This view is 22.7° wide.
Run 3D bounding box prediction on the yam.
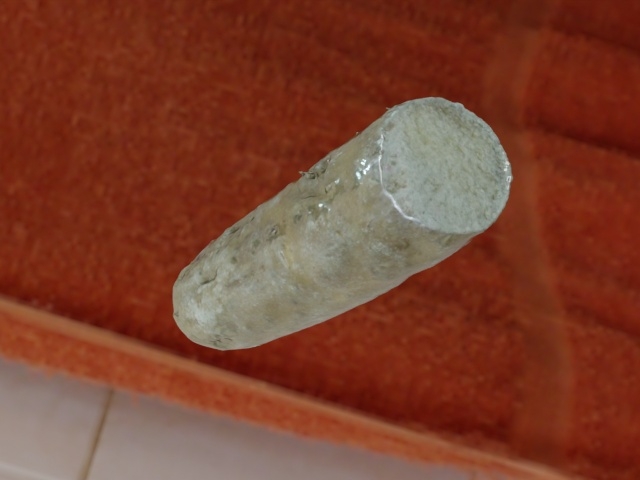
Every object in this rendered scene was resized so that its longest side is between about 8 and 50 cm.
[{"bbox_3d":[0.000,0.000,1.359,0.330,0.133,0.133,-30,31,33],"label":"yam"}]
